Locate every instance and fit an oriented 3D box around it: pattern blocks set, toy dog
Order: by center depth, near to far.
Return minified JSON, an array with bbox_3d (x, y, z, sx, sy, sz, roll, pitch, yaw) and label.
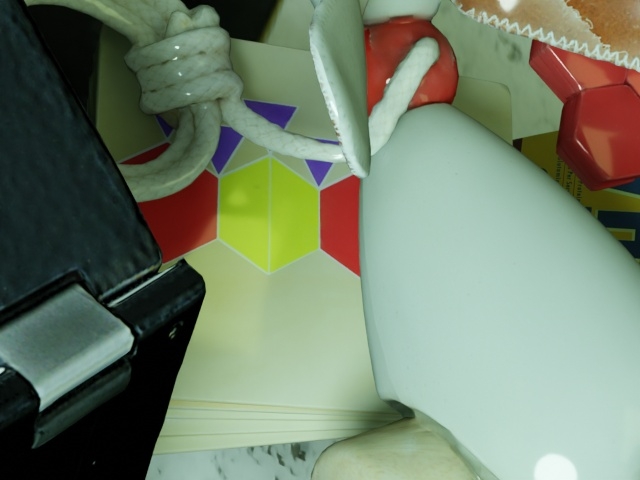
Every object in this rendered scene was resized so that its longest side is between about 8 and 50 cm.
[{"bbox_3d":[0.061,-0.013,0.470,0.220,0.161,0.333,-36,93,-27],"label":"toy dog"},{"bbox_3d":[0.000,0.000,0.546,0.325,0.026,0.285,15,72,-21],"label":"pattern blocks set"}]

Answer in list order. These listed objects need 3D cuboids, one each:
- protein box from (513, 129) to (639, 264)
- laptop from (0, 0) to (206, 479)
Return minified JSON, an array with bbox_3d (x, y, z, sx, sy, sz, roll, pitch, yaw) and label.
[{"bbox_3d":[0.190,0.038,0.712,0.201,0.200,0.136,26,65,-43],"label":"protein box"},{"bbox_3d":[-0.237,0.061,0.275,0.382,0.236,0.408,-33,151,-46],"label":"laptop"}]
